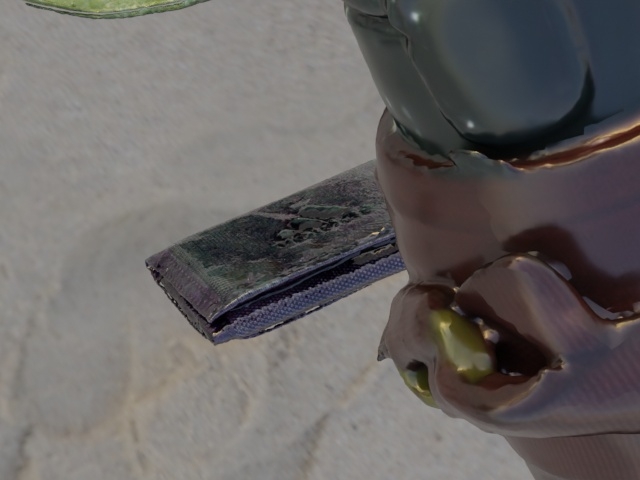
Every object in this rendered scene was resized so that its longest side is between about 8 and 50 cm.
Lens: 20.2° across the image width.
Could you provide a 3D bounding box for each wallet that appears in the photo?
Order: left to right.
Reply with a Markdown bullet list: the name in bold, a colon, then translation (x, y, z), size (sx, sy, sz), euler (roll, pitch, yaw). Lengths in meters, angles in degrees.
- **wallet**: translation (0.000, 0.001, 0.938), size (0.166, 0.111, 0.030), euler (-22, 113, -15)

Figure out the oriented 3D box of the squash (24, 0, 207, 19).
- **squash**: translation (-0.112, -0.233, 1.158), size (0.184, 0.085, 0.192), euler (1, 90, -11)

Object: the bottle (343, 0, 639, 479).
- **bottle**: translation (0.086, 0.017, 0.430), size (0.143, 0.156, 0.271), euler (-17, 120, 30)
